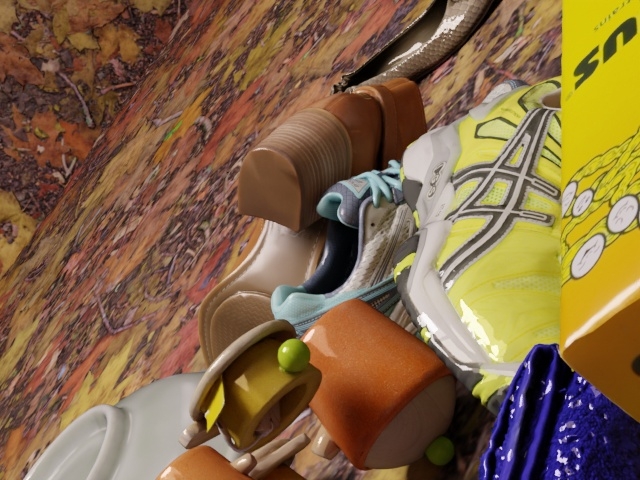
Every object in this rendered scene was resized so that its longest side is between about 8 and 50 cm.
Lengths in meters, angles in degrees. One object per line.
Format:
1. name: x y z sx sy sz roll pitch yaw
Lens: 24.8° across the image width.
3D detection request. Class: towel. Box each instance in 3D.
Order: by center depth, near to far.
1. towel: 0.067 0.206 0.630 0.227 0.076 0.308 103 -170 -52

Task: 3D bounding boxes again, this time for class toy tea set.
1. toy tea set: -0.025 0.185 0.995 0.200 0.124 0.336 -22 -32 -48

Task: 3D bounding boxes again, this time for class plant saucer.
1. plant saucer: -0.217 0.263 1.339 0.400 0.100 0.400 -45 19 20

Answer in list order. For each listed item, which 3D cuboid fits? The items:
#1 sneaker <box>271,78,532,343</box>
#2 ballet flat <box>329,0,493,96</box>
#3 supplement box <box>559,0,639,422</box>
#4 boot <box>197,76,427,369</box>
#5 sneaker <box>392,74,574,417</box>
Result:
1. sneaker: 0.071 -0.020 1.122 0.283 0.122 0.110 -55 18 -9
2. ballet flat: 0.093 -0.205 1.536 0.250 0.058 0.084 -43 21 28
3. supplement box: 0.240 -0.058 0.649 0.194 0.195 0.356 -41 21 31
4. boot: 0.000 0.000 1.262 0.220 0.109 0.283 -34 -43 -50
5. sneaker: 0.139 -0.003 0.895 0.147 0.145 0.384 -38 26 18
